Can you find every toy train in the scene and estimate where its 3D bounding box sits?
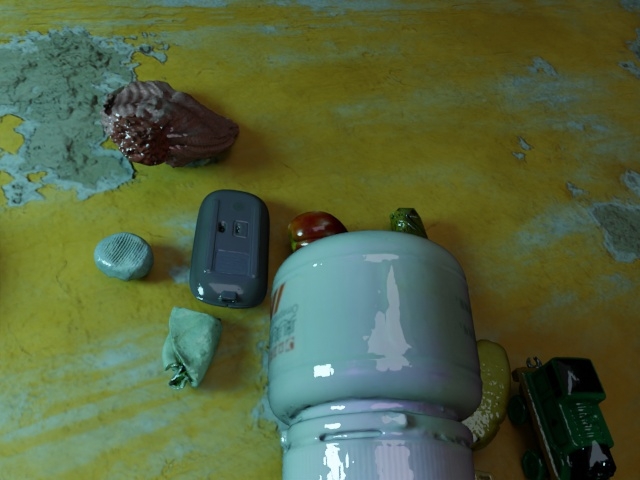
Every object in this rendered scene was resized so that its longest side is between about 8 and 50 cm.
[{"bbox_3d":[0.340,0.254,0.778,0.091,0.136,0.227,5,48,-13],"label":"toy train"}]

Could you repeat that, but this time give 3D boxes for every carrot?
[{"bbox_3d":[0.160,0.039,0.943,0.069,0.069,0.228,5,50,-14],"label":"carrot"}]

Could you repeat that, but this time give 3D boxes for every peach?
[{"bbox_3d":[0.001,-0.001,0.906,0.101,0.100,0.100,9,50,-11],"label":"peach"}]

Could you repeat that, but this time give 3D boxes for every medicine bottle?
[{"bbox_3d":[0.063,0.179,0.673,0.256,0.256,0.324,7,61,-12],"label":"medicine bottle"}]

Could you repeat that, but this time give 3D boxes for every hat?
[{"bbox_3d":[-0.273,-0.189,0.958,0.237,0.107,0.286,15,25,-5],"label":"hat"}]

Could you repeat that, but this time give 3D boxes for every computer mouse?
[{"bbox_3d":[-0.137,0.011,0.874,0.120,0.057,0.232,7,48,-13],"label":"computer mouse"}]

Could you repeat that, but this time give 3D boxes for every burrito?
[{"bbox_3d":[-0.179,0.146,0.759,0.074,0.044,0.118,14,47,-4],"label":"burrito"}]

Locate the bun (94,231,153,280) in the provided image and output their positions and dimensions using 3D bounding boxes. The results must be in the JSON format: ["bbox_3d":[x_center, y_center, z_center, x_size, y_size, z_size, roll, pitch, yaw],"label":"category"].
[{"bbox_3d":[-0.286,0.026,0.822,0.083,0.045,0.083,7,49,-8],"label":"bun"}]

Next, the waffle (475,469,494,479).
[{"bbox_3d":[0.172,0.360,0.698,0.102,0.042,0.148,14,50,-6],"label":"waffle"}]

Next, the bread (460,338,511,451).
[{"bbox_3d":[0.191,0.219,0.813,0.149,0.065,0.187,18,51,11],"label":"bread"}]
